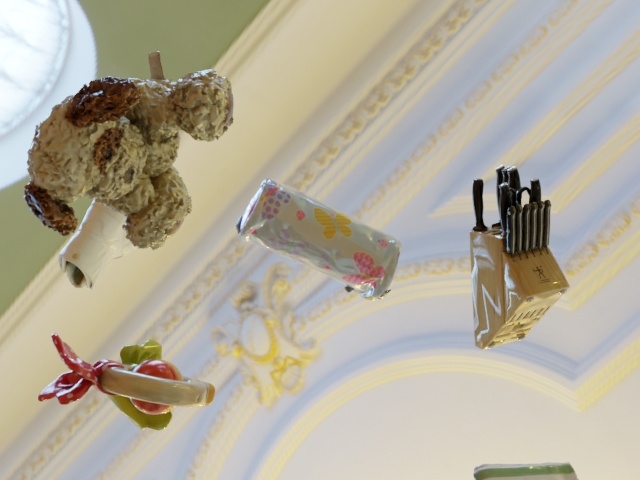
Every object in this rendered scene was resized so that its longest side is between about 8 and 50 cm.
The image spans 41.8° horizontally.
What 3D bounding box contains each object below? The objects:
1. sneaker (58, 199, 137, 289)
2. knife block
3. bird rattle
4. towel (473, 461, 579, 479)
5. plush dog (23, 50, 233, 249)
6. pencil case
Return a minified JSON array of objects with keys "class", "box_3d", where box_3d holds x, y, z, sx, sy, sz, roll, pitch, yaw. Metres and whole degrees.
[{"class":"sneaker","box_3d":[-0.455,0.021,1.695,0.108,0.292,0.169,31,-103,3]},{"class":"knife block","box_3d":[0.307,0.021,1.427,0.276,0.088,0.242,111,-37,-53]},{"class":"bird rattle","box_3d":[-0.269,0.198,1.226,0.206,0.253,0.143,7,-107,22]},{"class":"towel","box_3d":[0.202,0.265,0.727,0.152,0.113,0.023,-107,-147,-41]},{"class":"plush dog","box_3d":[-0.261,-0.123,1.031,0.210,0.225,0.263,37,-65,13]},{"class":"pencil case","box_3d":[0.000,0.000,1.391,0.124,0.273,0.114,-52,-165,51]}]
